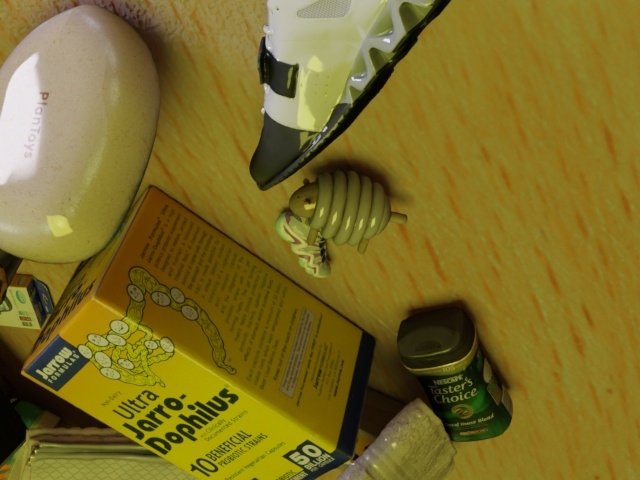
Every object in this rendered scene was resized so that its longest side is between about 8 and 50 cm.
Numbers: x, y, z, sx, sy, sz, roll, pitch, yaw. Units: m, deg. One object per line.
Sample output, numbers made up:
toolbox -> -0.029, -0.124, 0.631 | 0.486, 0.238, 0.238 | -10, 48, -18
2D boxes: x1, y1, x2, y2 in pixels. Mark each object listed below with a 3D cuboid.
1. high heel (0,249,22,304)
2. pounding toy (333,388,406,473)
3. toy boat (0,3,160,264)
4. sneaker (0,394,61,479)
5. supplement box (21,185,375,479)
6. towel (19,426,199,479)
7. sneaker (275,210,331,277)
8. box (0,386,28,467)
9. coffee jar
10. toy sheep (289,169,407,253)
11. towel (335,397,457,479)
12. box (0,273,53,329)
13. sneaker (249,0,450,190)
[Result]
high heel -> -0.469, -0.022, 1.147 | 0.261, 0.186, 0.093 | 31, 133, -14
pounding toy -> 0.051, 0.286, 1.349 | 0.130, 0.100, 0.141 | 26, 133, -9
toy boat -> -0.304, -0.118, 1.027 | 0.318, 0.268, 0.148 | 13, 171, 22
sneaker -> -0.502, 0.330, 1.540 | 0.121, 0.108, 0.302 | 34, 130, -3
supplement box -> -0.138, 0.141, 1.203 | 0.356, 0.195, 0.194 | 35, 130, -17
towel -> -0.284, 0.386, 1.486 | 0.331, 0.053, 0.317 | 4, 136, -16
sneaker -> 0.000, 0.000, 1.147 | 0.069, 0.038, 0.098 | -22, 123, 31
box -> -0.636, 0.213, 1.354 | 0.312, 0.179, 0.343 | -19, 108, 29
coffee jar -> 0.166, 0.166, 1.226 | 0.096, 0.079, 0.184 | -14, 126, 25
toy sheep -> 0.030, -0.033, 1.080 | 0.132, 0.091, 0.091 | 8, 135, -13
towel -> 0.088, 0.308, 1.236 | 0.049, 0.187, 0.282 | 40, 170, 26
box -> -0.432, 0.081, 1.340 | 0.136, 0.028, 0.081 | 6, 132, 12
sneaker -> -0.004, -0.185, 0.946 | 0.146, 0.122, 0.330 | 41, 132, 1
